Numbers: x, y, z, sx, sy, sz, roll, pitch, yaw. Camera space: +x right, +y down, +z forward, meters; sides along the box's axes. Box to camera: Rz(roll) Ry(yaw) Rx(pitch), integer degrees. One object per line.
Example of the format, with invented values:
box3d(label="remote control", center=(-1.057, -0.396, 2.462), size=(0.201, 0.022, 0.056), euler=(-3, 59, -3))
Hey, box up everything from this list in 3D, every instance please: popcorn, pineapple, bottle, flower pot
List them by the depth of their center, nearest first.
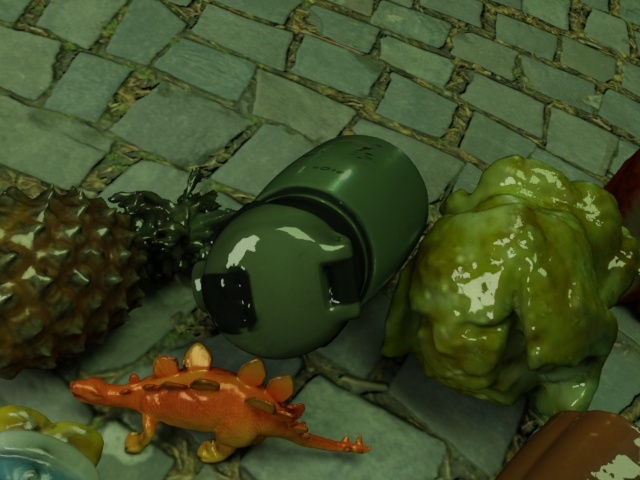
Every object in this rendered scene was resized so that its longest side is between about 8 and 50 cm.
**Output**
box3d(label="flower pot", center=(0.219, 0.272, 0.756), size=(0.173, 0.190, 0.190), euler=(-31, 64, -28))
box3d(label="pineapple", center=(-0.205, 0.021, 0.833), size=(0.175, 0.175, 0.361), euler=(47, 32, 23))
box3d(label="bottle", center=(-0.002, 0.000, 0.854), size=(0.169, 0.168, 0.347), euler=(31, 23, 7))
box3d(label="popcorn", center=(0.203, 0.044, 0.889), size=(0.226, 0.276, 0.276), euler=(22, 42, 9))

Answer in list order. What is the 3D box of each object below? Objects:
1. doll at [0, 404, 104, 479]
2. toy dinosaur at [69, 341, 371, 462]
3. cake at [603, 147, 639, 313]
box3d(label="doll", center=(-0.234, 0.254, 0.580), size=(0.177, 0.141, 0.314), euler=(19, 39, -11))
box3d(label="toy dinosaur", center=(-0.079, 0.149, 0.773), size=(0.289, 0.117, 0.070), euler=(13, 43, -9))
box3d(label="cake", center=(0.544, -0.027, 1.120), size=(0.320, 0.269, 0.270), euler=(34, 43, 9))
